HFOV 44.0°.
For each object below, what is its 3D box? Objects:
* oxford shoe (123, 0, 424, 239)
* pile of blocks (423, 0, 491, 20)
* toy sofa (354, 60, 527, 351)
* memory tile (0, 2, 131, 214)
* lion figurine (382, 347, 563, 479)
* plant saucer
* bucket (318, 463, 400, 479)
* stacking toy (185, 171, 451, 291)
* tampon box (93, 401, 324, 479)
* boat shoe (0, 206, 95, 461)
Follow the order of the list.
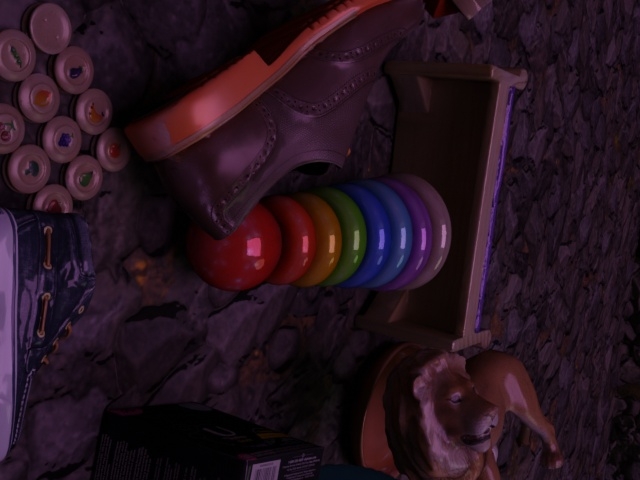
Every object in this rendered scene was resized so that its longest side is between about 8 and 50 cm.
[{"bbox_3d":[-0.011,-0.136,0.741,0.363,0.130,0.133,-40,110,-32],"label":"oxford shoe"},{"bbox_3d":[0.071,-0.365,0.869,0.112,0.149,0.362,-39,137,16],"label":"pile of blocks"},{"bbox_3d":[0.168,-0.048,1.036,0.177,0.150,0.363,-2,101,-55],"label":"toy sofa"},{"bbox_3d":[-0.203,-0.091,0.595,0.113,0.012,0.148,-53,138,-35],"label":"memory tile"},{"bbox_3d":[0.187,0.213,0.958,0.392,0.142,0.240,-18,95,-66],"label":"lion figurine"},{"bbox_3d":[0.095,0.236,1.107,0.200,0.037,0.200,-23,118,-52],"label":"plant saucer"},{"bbox_3d":[0.013,0.384,0.824,0.281,0.281,0.183,-39,129,-44],"label":"bucket"},{"bbox_3d":[0.000,0.000,0.825,0.330,0.141,0.141,-7,104,-51],"label":"stacking toy"},{"bbox_3d":[-0.100,0.212,0.696,0.120,0.161,0.102,13,88,-58],"label":"tampon box"},{"bbox_3d":[-0.209,0.067,0.574,0.083,0.065,0.184,-1,97,-46],"label":"boat shoe"}]
